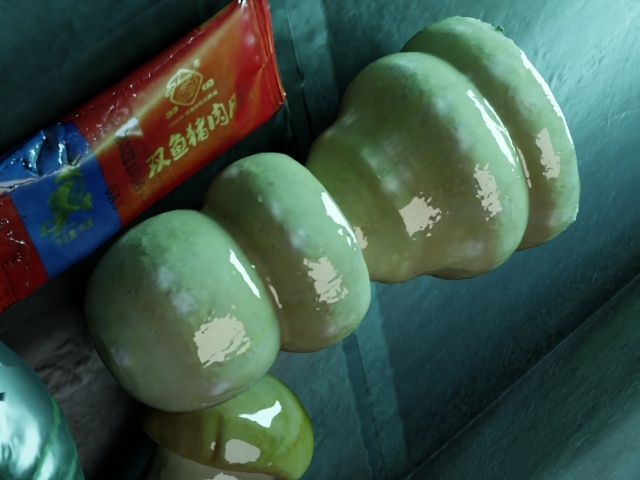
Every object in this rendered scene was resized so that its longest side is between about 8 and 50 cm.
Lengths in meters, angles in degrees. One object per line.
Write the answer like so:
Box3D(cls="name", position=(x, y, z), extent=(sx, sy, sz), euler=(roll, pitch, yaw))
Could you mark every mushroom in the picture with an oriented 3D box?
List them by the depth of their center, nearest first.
Box3D(cls="mushroom", position=(-0.105, 0.231, 0.789), extent=(0.128, 0.128, 0.350), euler=(13, 104, -52))

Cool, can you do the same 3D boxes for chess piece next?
Box3D(cls="chess piece", position=(0.000, 0.000, 0.722), extent=(0.261, 0.143, 0.142), euler=(-32, 138, -21))

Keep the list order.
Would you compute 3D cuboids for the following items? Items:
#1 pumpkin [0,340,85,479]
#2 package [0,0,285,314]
Box3D(cls="pumpkin", position=(-0.193, 0.131, 0.540), extent=(0.250, 0.216, 0.249), euler=(-1, 90, -67))
Box3D(cls="package", position=(-0.093, -0.044, 0.666), extent=(0.200, 0.022, 0.083), euler=(-39, 141, -23))
